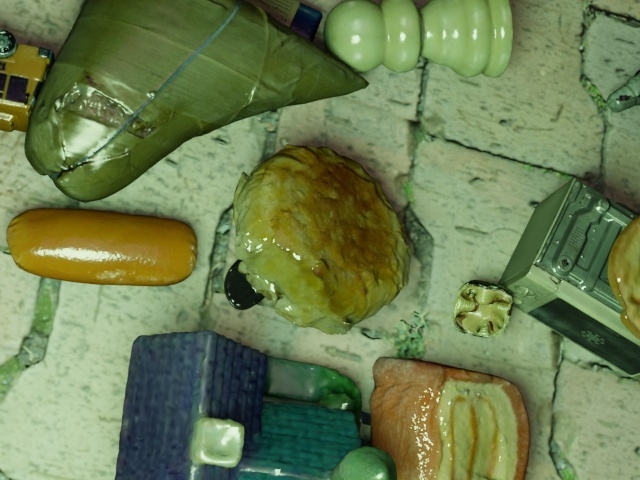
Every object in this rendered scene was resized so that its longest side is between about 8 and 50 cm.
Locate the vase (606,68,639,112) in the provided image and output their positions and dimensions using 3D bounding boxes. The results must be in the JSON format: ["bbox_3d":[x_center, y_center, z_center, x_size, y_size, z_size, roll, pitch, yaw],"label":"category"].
[{"bbox_3d":[0.517,-0.246,1.776,0.211,0.060,0.060,-28,83,-21],"label":"vase"}]

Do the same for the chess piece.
[{"bbox_3d":[0.129,-0.292,1.660,0.251,0.144,0.144,-5,75,-9],"label":"chess piece"}]

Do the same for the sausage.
[{"bbox_3d":[-0.275,0.011,1.484,0.238,0.098,0.098,6,73,-14],"label":"sausage"}]

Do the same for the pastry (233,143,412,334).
[{"bbox_3d":[-0.003,-0.005,1.509,0.257,0.121,0.235,40,43,-15],"label":"pastry"}]

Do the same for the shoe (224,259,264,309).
[{"bbox_3d":[-0.062,0.026,1.555,0.159,0.053,0.062,-40,90,-24],"label":"shoe"}]

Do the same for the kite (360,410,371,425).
[{"bbox_3d":[-0.063,0.255,1.503,0.361,0.022,0.204,11,72,-10],"label":"kite"}]

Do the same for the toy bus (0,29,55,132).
[{"bbox_3d":[-0.448,-0.209,1.499,0.201,0.098,0.114,12,73,-10],"label":"toy bus"}]

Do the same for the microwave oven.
[{"bbox_3d":[0.397,0.049,1.616,0.241,0.145,0.194,31,72,-3],"label":"microwave oven"}]

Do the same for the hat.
[{"bbox_3d":[0.221,0.093,1.600,0.077,0.059,0.076,13,90,10],"label":"hat"}]

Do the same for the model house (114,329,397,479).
[{"bbox_3d":[-0.076,0.230,1.351,0.312,0.280,0.245,10,72,-7],"label":"model house"}]

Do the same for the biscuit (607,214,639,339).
[{"bbox_3d":[0.489,0.039,1.547,0.260,0.041,0.203,-39,83,-22],"label":"biscuit"}]

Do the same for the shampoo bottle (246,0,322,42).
[{"bbox_3d":[-0.093,-0.321,1.647,0.183,0.050,0.087,24,71,-7],"label":"shampoo bottle"}]

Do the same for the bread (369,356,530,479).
[{"bbox_3d":[0.164,0.270,1.499,0.190,0.123,0.244,7,78,-29],"label":"bread"}]

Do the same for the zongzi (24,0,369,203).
[{"bbox_3d":[-0.162,-0.165,1.536,0.393,0.174,0.356,30,76,-17],"label":"zongzi"}]
